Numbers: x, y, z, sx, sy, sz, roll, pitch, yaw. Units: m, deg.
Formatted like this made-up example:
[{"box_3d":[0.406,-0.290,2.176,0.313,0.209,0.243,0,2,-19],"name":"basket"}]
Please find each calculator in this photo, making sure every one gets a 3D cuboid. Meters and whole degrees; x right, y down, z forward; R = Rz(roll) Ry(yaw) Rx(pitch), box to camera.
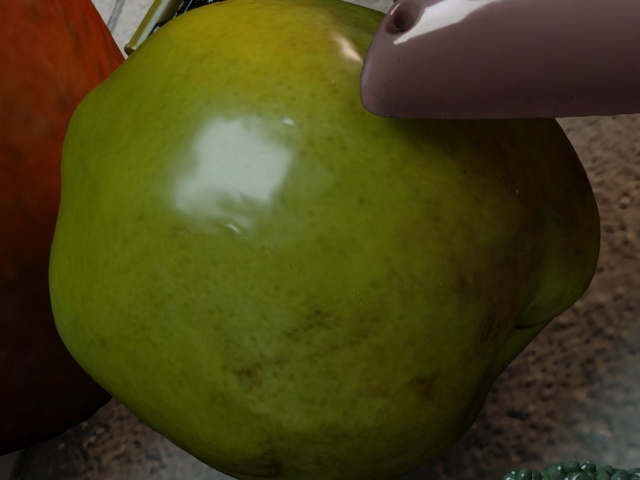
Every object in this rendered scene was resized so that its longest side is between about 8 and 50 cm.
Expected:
[{"box_3d":[0.166,-0.127,0.515,0.329,0.048,0.220,-8,39,-2],"name":"calculator"}]

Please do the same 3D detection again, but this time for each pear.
[{"box_3d":[0.000,0.000,0.558,0.200,0.200,0.200,-21,49,27],"name":"pear"}]

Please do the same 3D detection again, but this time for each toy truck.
[{"box_3d":[-0.065,-0.124,0.801,0.054,0.049,0.083,18,75,47],"name":"toy truck"}]

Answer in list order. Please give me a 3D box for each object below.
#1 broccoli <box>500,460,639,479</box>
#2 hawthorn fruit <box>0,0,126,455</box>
[{"box_3d":[0.076,0.166,0.455,0.118,0.122,0.204,23,91,61],"name":"broccoli"},{"box_3d":[-0.222,-0.062,0.653,0.284,0.369,0.285,-12,34,8],"name":"hawthorn fruit"}]
